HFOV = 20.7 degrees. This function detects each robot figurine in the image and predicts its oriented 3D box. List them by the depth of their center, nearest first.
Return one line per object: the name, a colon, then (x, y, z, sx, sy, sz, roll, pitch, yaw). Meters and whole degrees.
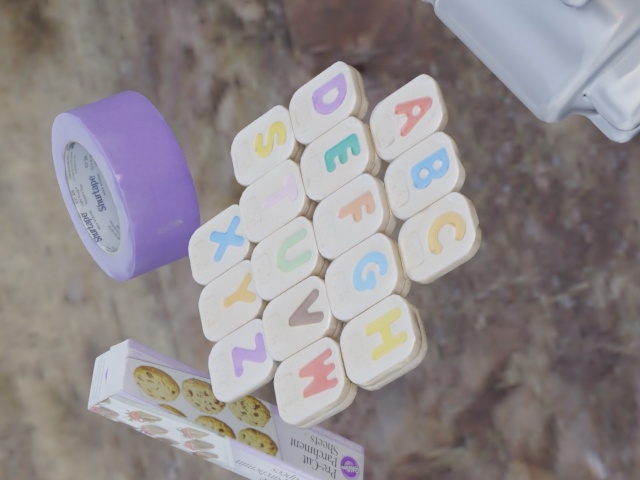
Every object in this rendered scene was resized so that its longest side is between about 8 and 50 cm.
robot figurine: (0.225, -0.262, 1.774, 0.353, 0.200, 0.300, 47, 177, 8)

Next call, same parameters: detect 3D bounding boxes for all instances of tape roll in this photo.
tape roll: (-0.206, -0.057, 1.843, 0.189, 0.080, 0.189, 44, 146, 40)

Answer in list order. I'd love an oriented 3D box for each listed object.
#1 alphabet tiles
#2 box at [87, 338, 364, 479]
alphabet tiles: (0.000, 0.000, 1.396, 0.278, 0.021, 0.284, -32, 53, 29)
box: (-0.093, 0.197, 1.833, 0.063, 0.324, 0.067, -30, 43, 42)
